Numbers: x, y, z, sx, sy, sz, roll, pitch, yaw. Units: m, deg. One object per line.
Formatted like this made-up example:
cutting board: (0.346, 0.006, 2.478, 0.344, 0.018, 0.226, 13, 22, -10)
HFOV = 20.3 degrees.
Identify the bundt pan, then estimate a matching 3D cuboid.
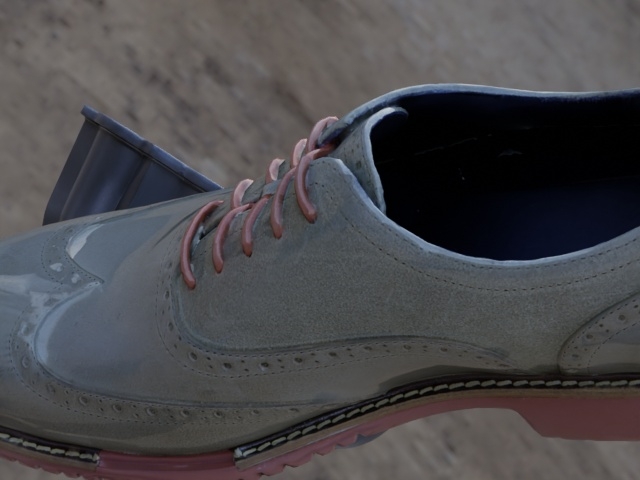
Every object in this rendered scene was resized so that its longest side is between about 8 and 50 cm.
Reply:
bundt pan: (-0.065, 0.041, 1.302, 0.331, 0.124, 0.331, 34, -2, 1)

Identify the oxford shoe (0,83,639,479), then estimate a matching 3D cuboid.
oxford shoe: (0.000, 0.000, 0.707, 0.146, 0.397, 0.140, 66, 21, -47)
